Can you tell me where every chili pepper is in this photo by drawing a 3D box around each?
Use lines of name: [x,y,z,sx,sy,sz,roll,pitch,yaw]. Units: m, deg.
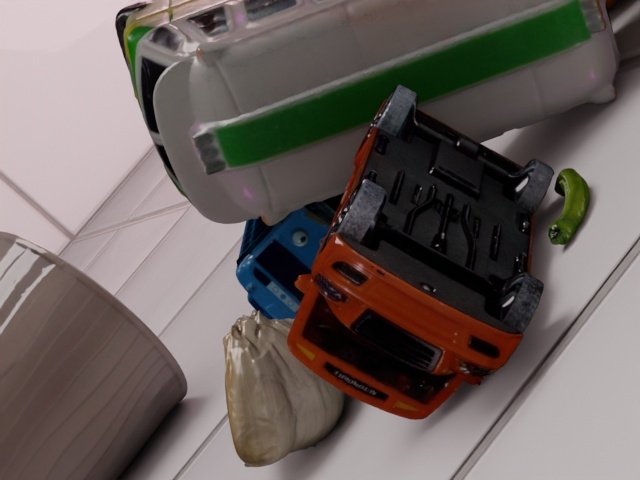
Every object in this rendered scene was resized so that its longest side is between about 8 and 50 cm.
chili pepper: [0.135,-0.021,1.044,0.030,0.017,0.083,-44,11,28]

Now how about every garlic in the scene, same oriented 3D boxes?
garlic: [-0.021,0.087,1.127,0.113,0.074,0.094,-57,-23,-67]

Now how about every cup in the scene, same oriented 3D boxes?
cup: [-0.271,0.159,1.519,0.273,0.208,0.288,-54,13,-21]

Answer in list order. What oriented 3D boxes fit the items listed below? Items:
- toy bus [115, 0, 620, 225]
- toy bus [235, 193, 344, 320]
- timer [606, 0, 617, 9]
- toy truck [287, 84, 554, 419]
toy bus: [0.030,-0.116,1.199,0.305,0.143,0.179,-19,22,3]
toy bus: [0.000,0.000,1.324,0.106,0.090,0.185,-44,10,12]
timer: [0.174,-0.197,1.328,0.136,0.099,0.136,-60,7,12]
toy truck: [0.051,0.011,1.015,0.114,0.107,0.253,-59,4,23]
